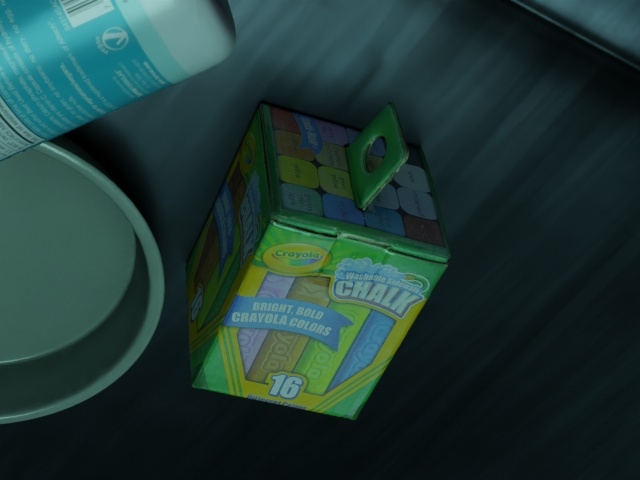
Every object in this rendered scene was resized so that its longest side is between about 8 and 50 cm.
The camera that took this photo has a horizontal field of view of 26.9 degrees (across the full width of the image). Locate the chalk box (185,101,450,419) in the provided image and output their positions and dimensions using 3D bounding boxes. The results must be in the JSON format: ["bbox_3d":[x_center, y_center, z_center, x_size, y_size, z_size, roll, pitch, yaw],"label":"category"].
[{"bbox_3d":[0.000,0.000,0.934,0.132,0.132,0.213,14,126,-17],"label":"chalk box"}]

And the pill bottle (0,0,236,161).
[{"bbox_3d":[-0.194,-0.123,0.784,0.264,0.146,0.146,-23,129,6],"label":"pill bottle"}]

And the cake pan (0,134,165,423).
[{"bbox_3d":[-0.260,0.018,0.970,0.293,0.054,0.293,-3,131,-4],"label":"cake pan"}]
